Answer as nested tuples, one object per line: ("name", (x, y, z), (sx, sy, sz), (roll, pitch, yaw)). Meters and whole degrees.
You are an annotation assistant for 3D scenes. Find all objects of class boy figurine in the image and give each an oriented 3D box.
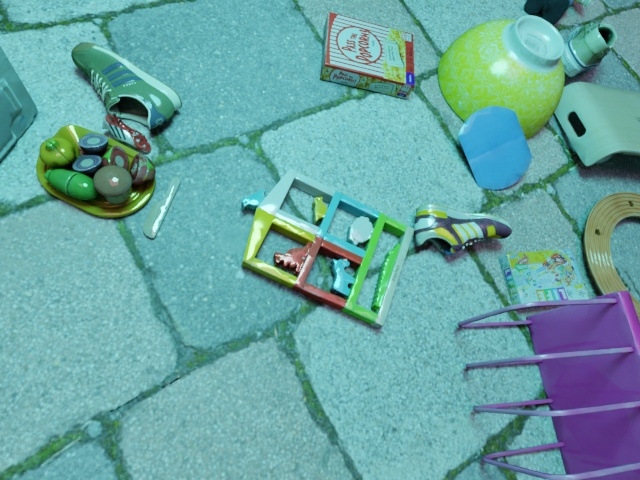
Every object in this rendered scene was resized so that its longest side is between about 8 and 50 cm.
("boy figurine", (0.664, -0.703, 1.105), (0.177, 0.092, 0.285), (36, 68, 4))

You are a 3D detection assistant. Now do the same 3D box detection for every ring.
("ring", (0.689, 0.054, 0.850), (0.336, 0.032, 0.337), (5, 68, -12))

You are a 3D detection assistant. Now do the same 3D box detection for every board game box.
("board game box", (0.426, 0.072, 0.774), (0.154, 0.026, 0.104), (-3, 71, -16))
("board game box", (0.358, -0.191, 0.845), (0.133, 0.033, 0.169), (-26, 98, -5))
("board game box", (0.100, -0.389, 0.856), (0.193, 0.045, 0.147), (8, 68, -12))

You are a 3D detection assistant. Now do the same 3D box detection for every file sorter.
("file sorter", (0.340, 0.242, 0.593), (0.182, 0.202, 0.291), (-1, 70, -12))

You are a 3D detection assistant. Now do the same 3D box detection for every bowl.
("bowl", (0.420, -0.381, 0.878), (0.289, 0.156, 0.290), (5, 68, -13))

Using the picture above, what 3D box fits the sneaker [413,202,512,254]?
("sneaker", (0.259, -0.009, 0.745), (0.185, 0.069, 0.084), (10, 76, -5))

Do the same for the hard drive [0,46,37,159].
("hard drive", (-0.504, -0.116, 0.485), (0.064, 0.237, 0.339), (22, 65, -6))

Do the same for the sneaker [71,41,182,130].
("sneaker", (-0.338, -0.251, 0.674), (0.192, 0.064, 0.086), (27, 60, -7))

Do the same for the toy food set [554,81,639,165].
("toy food set", (0.711, -0.249, 0.953), (0.306, 0.092, 0.220), (3, 57, -15))

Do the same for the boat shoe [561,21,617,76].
("boat shoe", (0.656, -0.468, 0.974), (0.302, 0.094, 0.109), (-40, 100, -40))

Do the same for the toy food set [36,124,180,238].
("toy food set", (-0.329, -0.108, 0.619), (0.217, 0.071, 0.128), (26, 65, -4))

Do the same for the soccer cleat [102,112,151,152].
("soccer cleat", (-0.320, -0.173, 0.671), (0.083, 0.035, 0.029), (38, 38, -23))

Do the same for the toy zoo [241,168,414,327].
("toy zoo", (0.000, 0.000, 0.687), (0.293, 0.030, 0.192), (25, 65, -4))
